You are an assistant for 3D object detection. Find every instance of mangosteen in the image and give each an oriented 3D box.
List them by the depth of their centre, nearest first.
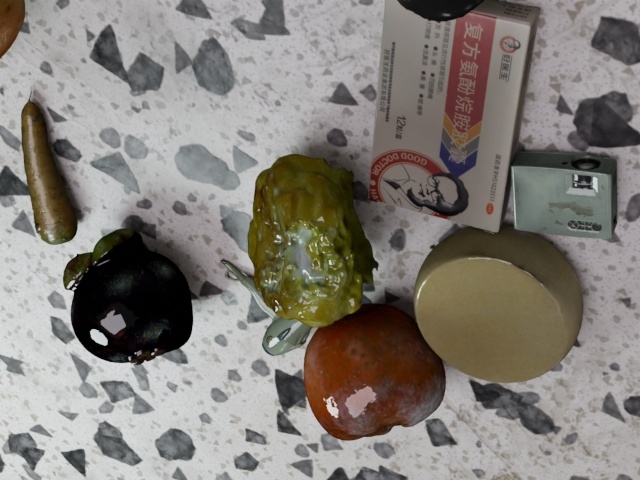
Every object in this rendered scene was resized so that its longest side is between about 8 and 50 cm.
[{"bbox_3d":[-0.343,0.104,2.260,0.243,0.243,0.243,13,127,18],"label":"mangosteen"}]

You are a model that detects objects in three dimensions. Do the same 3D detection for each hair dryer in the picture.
[{"bbox_3d":[-0.067,0.090,2.219,0.167,0.067,0.199,-27,93,28],"label":"hair dryer"}]

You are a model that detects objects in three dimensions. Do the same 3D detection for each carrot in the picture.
[{"bbox_3d":[-0.492,-0.131,2.259,0.078,0.078,0.298,5,118,24],"label":"carrot"}]

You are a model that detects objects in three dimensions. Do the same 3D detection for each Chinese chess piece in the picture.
[{"bbox_3d":[0.278,0.099,2.007,0.273,0.102,0.273,12,127,17],"label":"Chinese chess piece"}]

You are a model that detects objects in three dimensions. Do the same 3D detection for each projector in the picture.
[{"bbox_3d":[0.359,-0.070,1.875,0.147,0.061,0.115,6,126,23],"label":"projector"}]

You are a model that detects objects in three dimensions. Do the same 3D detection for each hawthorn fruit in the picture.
[{"bbox_3d":[0.079,0.216,2.117,0.235,0.263,0.231,-42,138,10],"label":"hawthorn fruit"}]

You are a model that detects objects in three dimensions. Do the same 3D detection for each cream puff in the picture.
[{"bbox_3d":[0.001,0.001,2.006,0.185,0.282,0.282,-2,134,-24],"label":"cream puff"}]

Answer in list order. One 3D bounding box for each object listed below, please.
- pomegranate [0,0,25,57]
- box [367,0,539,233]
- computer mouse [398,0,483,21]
[{"bbox_3d":[-0.637,-0.383,1.983,0.338,0.338,0.338,13,127,18],"label":"pomegranate"},{"bbox_3d":[0.188,-0.192,1.875,0.214,0.069,0.353,15,129,16],"label":"box"},{"bbox_3d":[0.163,-0.436,1.647,0.183,0.116,0.323,-17,120,-13],"label":"computer mouse"}]
